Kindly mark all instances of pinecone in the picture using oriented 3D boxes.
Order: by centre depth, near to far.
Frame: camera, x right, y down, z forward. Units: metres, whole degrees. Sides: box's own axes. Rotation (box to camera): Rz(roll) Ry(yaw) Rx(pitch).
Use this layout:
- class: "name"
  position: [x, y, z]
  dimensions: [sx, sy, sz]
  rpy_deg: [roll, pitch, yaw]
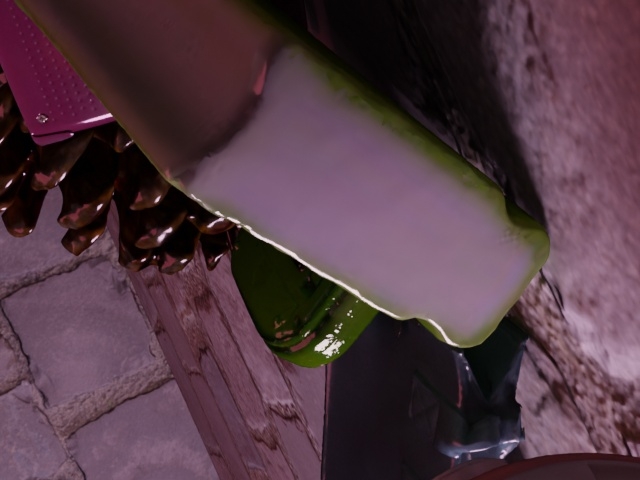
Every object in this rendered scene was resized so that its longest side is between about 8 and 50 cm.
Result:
- class: "pinecone"
  position: [-0.148, -0.100, 0.978]
  dimensions: [0.309, 0.244, 0.244]
  rpy_deg: [37, -175, -34]

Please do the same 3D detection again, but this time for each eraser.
- class: "eraser"
  position: [-0.033, -0.074, 0.698]
  dimensions: [0.210, 0.092, 0.274]
  rpy_deg: [32, -172, -38]

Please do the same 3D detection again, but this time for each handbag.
- class: "handbag"
  position: [0.061, 0.138, 0.820]
  dimensions: [0.179, 0.062, 0.229]
  rpy_deg: [-142, 51, -61]

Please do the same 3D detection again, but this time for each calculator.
- class: "calculator"
  position: [-0.102, -0.141, 0.817]
  dimensions: [0.034, 0.190, 0.127]
  rpy_deg: [-127, 17, -55]

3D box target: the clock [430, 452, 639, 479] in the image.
- class: "clock"
  position: [0.104, 0.194, 0.505]
  dimensions: [0.241, 0.227, 0.142]
  rpy_deg: [59, 151, 29]

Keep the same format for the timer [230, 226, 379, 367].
- class: "timer"
  position: [0.000, 0.000, 0.822]
  dimensions: [0.047, 0.128, 0.140]
  rpy_deg: [26, -160, -32]
